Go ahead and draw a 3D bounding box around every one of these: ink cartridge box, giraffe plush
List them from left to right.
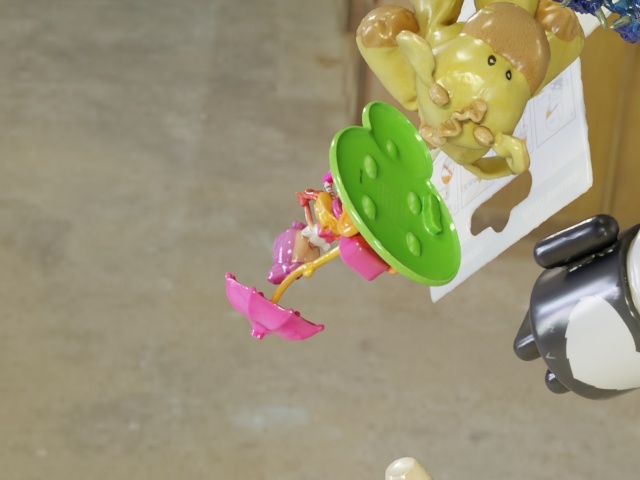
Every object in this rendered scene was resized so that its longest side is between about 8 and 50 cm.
[{"bbox_3d":[0.115,-0.131,1.301,0.181,0.210,0.170,16,5,-2],"label":"giraffe plush"},{"bbox_3d":[0.200,-0.162,1.598,0.091,0.384,0.308,9,-25,-21],"label":"ink cartridge box"}]

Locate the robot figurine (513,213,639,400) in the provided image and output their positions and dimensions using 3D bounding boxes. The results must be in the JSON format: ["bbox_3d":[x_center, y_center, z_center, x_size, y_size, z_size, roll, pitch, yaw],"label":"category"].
[{"bbox_3d":[0.345,0.079,1.870,0.209,0.173,0.278,11,-28,-39],"label":"robot figurine"}]

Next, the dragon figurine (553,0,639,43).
[{"bbox_3d":[0.216,-0.188,0.885,0.085,0.144,0.289,17,-11,-17],"label":"dragon figurine"}]

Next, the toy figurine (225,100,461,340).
[{"bbox_3d":[0.000,0.000,1.216,0.130,0.159,0.173,38,33,-27],"label":"toy figurine"}]

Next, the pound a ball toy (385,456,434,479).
[{"bbox_3d":[0.087,0.344,1.410,0.208,0.135,0.319,-3,40,46],"label":"pound a ball toy"}]
